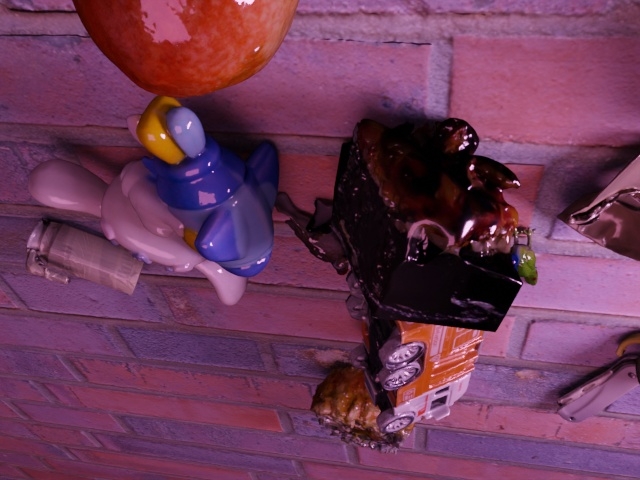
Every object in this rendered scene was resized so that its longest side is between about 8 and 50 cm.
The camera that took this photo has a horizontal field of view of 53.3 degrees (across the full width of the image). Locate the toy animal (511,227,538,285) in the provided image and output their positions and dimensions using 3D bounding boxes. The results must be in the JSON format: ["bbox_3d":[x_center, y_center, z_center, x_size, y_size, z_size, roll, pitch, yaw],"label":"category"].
[{"bbox_3d":[0.311,0.022,0.970,0.041,0.075,0.217,-3,169,24],"label":"toy animal"}]

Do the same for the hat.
[{"bbox_3d":[0.417,-0.056,0.835,0.147,0.085,0.175,29,118,-4],"label":"hat"}]

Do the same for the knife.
[{"bbox_3d":[0.556,0.296,1.269,0.073,0.040,0.265,25,143,-1],"label":"knife"}]

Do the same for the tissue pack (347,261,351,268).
[{"bbox_3d":[0.120,-0.002,0.940,0.148,0.108,0.060,7,140,8],"label":"tissue pack"}]

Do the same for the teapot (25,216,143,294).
[{"bbox_3d":[-0.428,0.041,1.149,0.200,0.107,0.077,22,145,-12],"label":"teapot"}]

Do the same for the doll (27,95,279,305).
[{"bbox_3d":[-0.194,-0.036,0.917,0.376,0.187,0.366,15,155,-35],"label":"doll"}]

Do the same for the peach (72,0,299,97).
[{"bbox_3d":[-0.121,-0.263,0.571,0.232,0.232,0.256,7,153,7],"label":"peach"}]

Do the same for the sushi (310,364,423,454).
[{"bbox_3d":[0.118,0.372,1.405,0.274,0.139,0.184,12,146,10],"label":"sushi"}]

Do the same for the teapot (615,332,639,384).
[{"bbox_3d":[0.601,0.214,1.097,0.166,0.130,0.119,30,135,29],"label":"teapot"}]

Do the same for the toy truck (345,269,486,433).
[{"bbox_3d":[0.169,0.169,1.086,0.207,0.173,0.387,-17,143,-9],"label":"toy truck"}]

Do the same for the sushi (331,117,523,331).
[{"bbox_3d":[0.127,-0.044,0.789,0.215,0.227,0.212,6,136,-1],"label":"sushi"}]

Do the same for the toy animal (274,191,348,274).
[{"bbox_3d":[0.006,-0.003,1.024,0.105,0.070,0.202,4,147,32],"label":"toy animal"}]
